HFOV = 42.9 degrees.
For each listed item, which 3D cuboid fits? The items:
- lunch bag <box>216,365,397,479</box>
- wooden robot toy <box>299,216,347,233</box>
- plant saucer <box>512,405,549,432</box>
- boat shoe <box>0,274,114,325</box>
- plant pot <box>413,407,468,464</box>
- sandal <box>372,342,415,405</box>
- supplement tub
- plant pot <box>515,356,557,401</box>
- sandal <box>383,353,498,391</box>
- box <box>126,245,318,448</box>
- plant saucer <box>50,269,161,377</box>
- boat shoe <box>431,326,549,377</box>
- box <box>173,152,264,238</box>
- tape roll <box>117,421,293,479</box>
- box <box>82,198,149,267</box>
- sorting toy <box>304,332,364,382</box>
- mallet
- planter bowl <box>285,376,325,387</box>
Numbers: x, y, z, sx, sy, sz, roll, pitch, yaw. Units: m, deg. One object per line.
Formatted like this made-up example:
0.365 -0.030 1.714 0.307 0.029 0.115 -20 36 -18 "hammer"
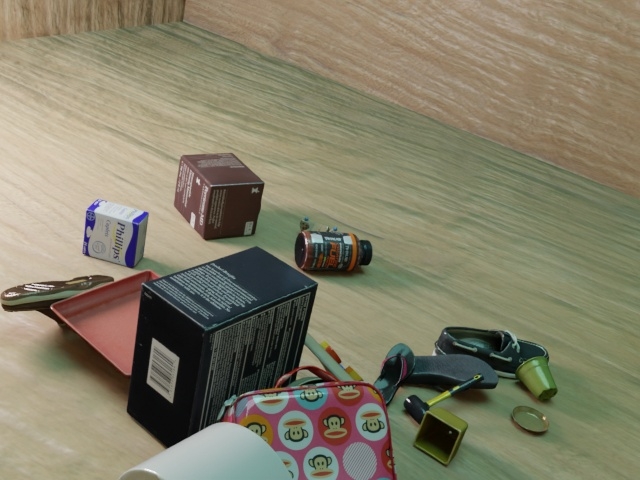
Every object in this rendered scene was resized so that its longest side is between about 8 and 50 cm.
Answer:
-0.023 0.344 1.394 0.293 0.120 0.258 1 69 -21 "lunch bag"
0.000 0.000 2.284 0.173 0.076 0.079 20 63 22 "wooden robot toy"
0.454 0.391 1.766 0.083 0.015 0.083 10 27 -5 "plant saucer"
-0.543 0.136 1.708 0.095 0.095 0.257 10 11 42 "boat shoe"
0.250 0.382 1.624 0.081 0.081 0.083 28 20 28 "plant pot"
0.157 0.284 1.755 0.067 0.040 0.179 15 42 21 "sandal"
0.037 0.029 2.175 0.198 0.106 0.106 2 29 -20 "supplement tub"
0.502 0.323 1.862 0.083 0.083 0.079 1 41 -24 "plant pot"
0.268 0.300 1.821 0.255 0.054 0.097 4 30 7 "sandal"
-0.186 0.202 1.532 0.183 0.296 0.294 31 31 31 "box"
-0.373 0.175 1.669 0.258 0.047 0.259 33 35 29 "plant saucer"
0.415 0.258 1.920 0.303 0.091 0.114 2 29 -21 "boat shoe"
-0.284 -0.128 2.261 0.167 0.168 0.203 -6 32 -33 "box"
-0.166 0.411 1.191 0.246 0.246 0.169 30 31 30 "tape roll"
-0.503 -0.018 1.995 0.137 0.126 0.072 15 26 3 "box"
0.050 0.276 1.641 0.038 0.208 0.193 -42 47 -7 "sorting toy"
0.261 0.323 1.729 0.190 0.039 0.062 -28 44 -26 "mallet"
-0.024 0.329 1.538 0.162 0.162 0.109 2 3 -21 "planter bowl"
